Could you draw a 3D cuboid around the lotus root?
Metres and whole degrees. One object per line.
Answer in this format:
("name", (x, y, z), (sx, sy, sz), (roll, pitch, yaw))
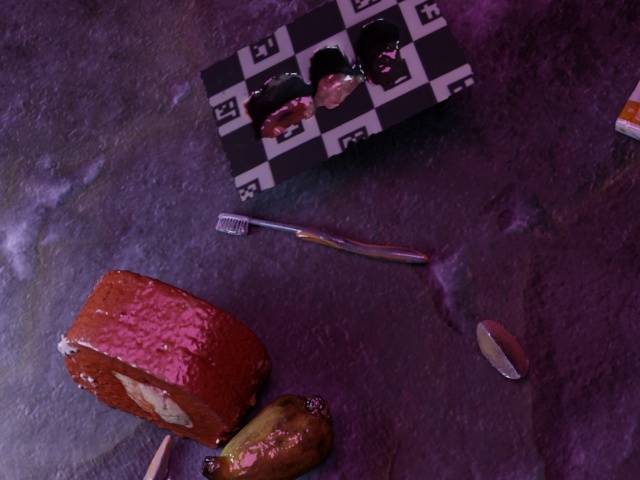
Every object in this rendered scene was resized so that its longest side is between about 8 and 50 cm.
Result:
("lotus root", (-0.071, 0.270, 2.004), (0.191, 0.094, 0.108), (-30, 37, -24))

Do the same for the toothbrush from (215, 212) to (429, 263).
("toothbrush", (0.001, -0.003, 2.201), (0.321, 0.023, 0.031), (9, 71, 18))

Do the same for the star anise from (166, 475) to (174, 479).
("star anise", (-0.142, 0.379, 2.000), (0.208, 0.063, 0.171), (-12, 55, 10))

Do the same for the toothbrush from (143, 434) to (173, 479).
("toothbrush", (-0.267, 0.422, 2.020), (0.037, 0.028, 0.375), (11, 64, 27))

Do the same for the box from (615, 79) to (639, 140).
("box", (0.537, -0.166, 2.166), (0.220, 0.032, 0.122), (24, 69, 23))

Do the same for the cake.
("cake", (-0.212, 0.155, 2.071), (0.283, 0.177, 0.151), (22, 68, 21))

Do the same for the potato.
("potato", (0.240, 0.146, 2.060), (0.037, 0.036, 0.093), (-23, 72, -43))

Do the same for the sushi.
("sushi", (0.034, -0.210, 2.279), (0.373, 0.100, 0.296), (-28, 49, 8))
